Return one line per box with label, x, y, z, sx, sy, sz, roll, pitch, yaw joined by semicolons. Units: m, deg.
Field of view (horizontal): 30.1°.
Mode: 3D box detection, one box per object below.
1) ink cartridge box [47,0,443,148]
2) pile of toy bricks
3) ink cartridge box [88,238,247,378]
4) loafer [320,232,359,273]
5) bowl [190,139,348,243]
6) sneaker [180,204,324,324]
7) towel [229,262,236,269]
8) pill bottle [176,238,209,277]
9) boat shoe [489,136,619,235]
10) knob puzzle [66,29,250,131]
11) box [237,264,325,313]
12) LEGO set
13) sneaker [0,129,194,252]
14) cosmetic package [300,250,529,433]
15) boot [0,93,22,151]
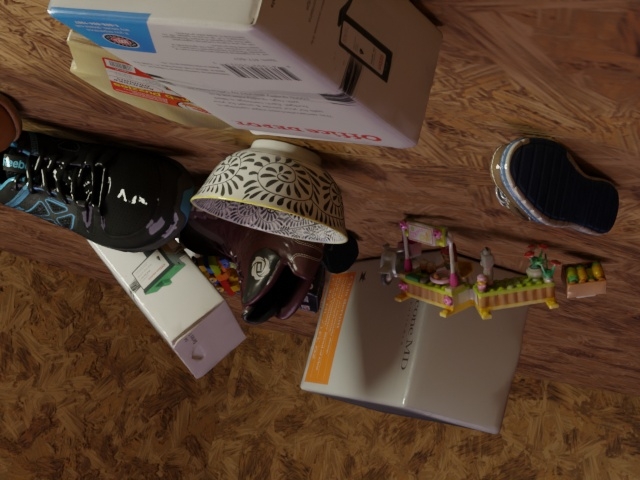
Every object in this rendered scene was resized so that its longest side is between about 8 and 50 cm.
ink cartridge box;-0.036;-0.130;0.723;0.148;0.086;0.203;9;171;31
pile of toy bricks;-0.131;-0.014;1.680;0.105;0.118;0.212;-15;149;8
ink cartridge box;-0.205;0.056;1.566;0.219;0.092;0.160;48;170;21
loafer;0.000;0.000;1.669;0.061;0.062;0.170;35;180;31
bowl;-0.044;-0.057;1.245;0.170;0.080;0.170;14;171;2
sneaker;-0.096;0.026;1.450;0.106;0.162;0.281;22;158;-33
towel;-0.075;0.018;1.787;0.110;0.027;0.148;-25;-166;-33
pill bottle;-0.239;0.028;1.927;0.136;0.136;0.245;13;172;8
boat shoe;0.186;-0.041;1.017;0.066;0.066;0.183;9;170;40
knob puzzle;-0.118;-0.135;1.022;0.213;0.030;0.213;13;171;2
box;-0.138;0.059;2.209;0.293;0.073;0.295;15;172;2
LEGO set;0.194;0.021;1.438;0.287;0.107;0.132;4;-158;30
sneaker;-0.307;-0.064;1.450;0.341;0.125;0.140;9;175;32
cosmetic package;0.133;0.153;1.841;0.161;0.230;0.453;17;170;-17
boot;-0.421;-0.073;1.273;0.109;0.220;0.283;13;172;5
